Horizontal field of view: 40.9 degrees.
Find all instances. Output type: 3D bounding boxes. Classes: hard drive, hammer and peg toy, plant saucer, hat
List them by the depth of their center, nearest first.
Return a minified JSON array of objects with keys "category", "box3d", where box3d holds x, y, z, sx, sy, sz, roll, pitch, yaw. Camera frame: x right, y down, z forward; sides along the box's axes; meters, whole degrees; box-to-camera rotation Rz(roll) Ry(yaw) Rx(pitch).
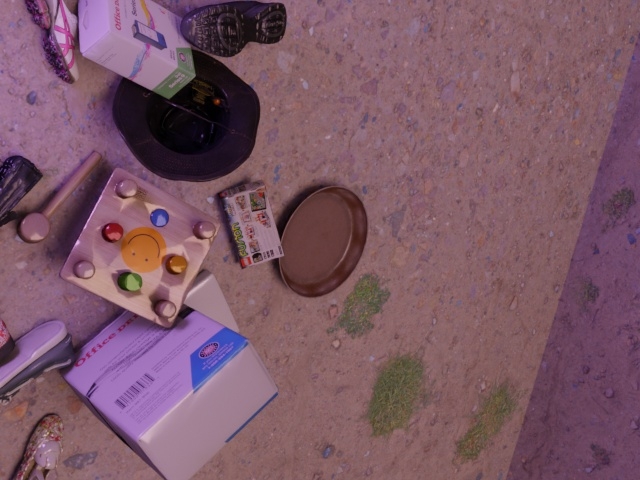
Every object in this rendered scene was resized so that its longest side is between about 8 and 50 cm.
[{"category":"hammer and peg toy","box3d":[-0.405,-0.013,1.740,0.361,0.127,0.266,30,78,-21]},{"category":"hat","box3d":[-0.289,-0.237,1.798,0.331,0.331,0.134,-27,165,-32]},{"category":"hard drive","box3d":[-0.349,0.236,2.048,0.307,0.040,0.203,-39,130,-25]},{"category":"plant saucer","box3d":[0.000,0.000,2.264,0.310,0.050,0.310,-18,119,-36]}]

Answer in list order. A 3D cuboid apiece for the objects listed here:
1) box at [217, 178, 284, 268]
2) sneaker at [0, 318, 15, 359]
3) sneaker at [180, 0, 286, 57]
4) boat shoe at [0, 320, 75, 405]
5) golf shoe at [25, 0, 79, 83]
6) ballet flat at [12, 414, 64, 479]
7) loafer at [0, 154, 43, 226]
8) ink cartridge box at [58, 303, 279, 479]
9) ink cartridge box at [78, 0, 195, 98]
[{"category":"box","box3d":[-0.166,-0.037,2.069,0.114,0.036,0.207,-17,123,-6]},{"category":"sneaker","box3d":[-0.736,0.220,1.649,0.270,0.090,0.145,-38,129,-29]},{"category":"sneaker","box3d":[-0.199,-0.453,1.806,0.286,0.130,0.109,-21,124,-51]},{"category":"boat shoe","box3d":[-0.639,0.293,1.752,0.319,0.116,0.099,-39,127,-31]},{"category":"golf shoe","box3d":[-0.486,-0.390,1.626,0.086,0.067,0.186,-32,127,-31]},{"category":"ballet flat","box3d":[-0.619,0.506,1.890,0.091,0.077,0.241,24,91,-45]},{"category":"loafer","box3d":[-0.616,-0.058,1.644,0.078,0.076,0.223,41,75,-37]},{"category":"ink cartridge box","box3d":[-0.324,0.292,1.790,0.285,0.395,0.166,-41,124,-22]},{"category":"ink cartridge box","box3d":[-0.358,-0.394,1.673,0.093,0.154,0.212,-32,145,31]}]
